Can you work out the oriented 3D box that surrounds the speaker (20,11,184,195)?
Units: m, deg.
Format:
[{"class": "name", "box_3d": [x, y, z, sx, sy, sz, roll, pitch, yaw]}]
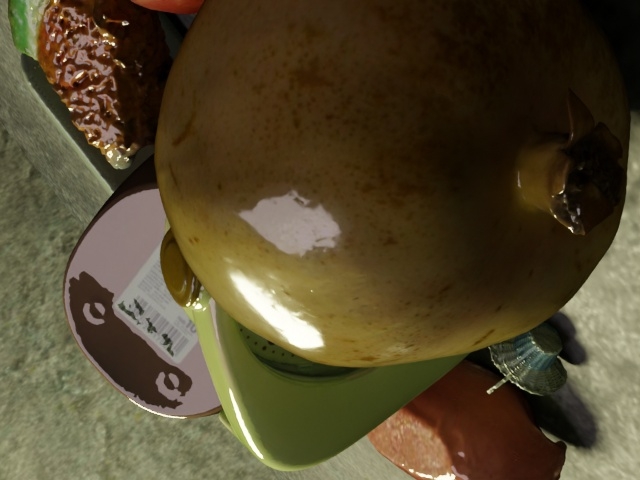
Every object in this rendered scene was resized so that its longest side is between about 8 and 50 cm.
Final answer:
[{"class": "speaker", "box_3d": [-0.181, -0.097, 1.468, 0.406, 0.183, 0.184, 53, 168, -3]}]

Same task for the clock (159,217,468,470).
[{"class": "clock", "box_3d": [0.000, 0.000, 1.017, 0.117, 0.286, 0.348, 33, 151, 51]}]

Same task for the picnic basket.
[{"class": "picnic basket", "box_3d": [0.191, 0.107, 1.114, 0.083, 0.065, 0.083, 41, 139, 7]}]

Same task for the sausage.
[{"class": "sausage", "box_3d": [0.140, 0.193, 1.277, 0.254, 0.148, 0.148, 20, 144, 57]}]

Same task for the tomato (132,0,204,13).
[{"class": "tomato", "box_3d": [-0.154, -0.265, 1.075, 0.159, 0.091, 0.139, 59, 163, -8]}]

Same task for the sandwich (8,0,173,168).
[{"class": "sandwich", "box_3d": [-0.237, -0.222, 1.247, 0.250, 0.162, 0.301, 158, 100, -79]}]

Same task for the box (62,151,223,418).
[{"class": "box", "box_3d": [-0.111, 0.033, 1.234, 0.301, 0.301, 0.216, 53, -153, -2]}]

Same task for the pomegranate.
[{"class": "pomegranate", "box_3d": [0.051, -0.062, 0.755, 0.319, 0.319, 0.319, 46, 162, 20]}]
